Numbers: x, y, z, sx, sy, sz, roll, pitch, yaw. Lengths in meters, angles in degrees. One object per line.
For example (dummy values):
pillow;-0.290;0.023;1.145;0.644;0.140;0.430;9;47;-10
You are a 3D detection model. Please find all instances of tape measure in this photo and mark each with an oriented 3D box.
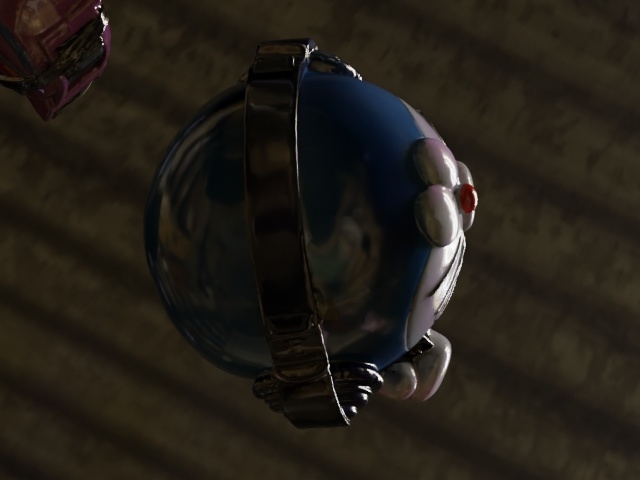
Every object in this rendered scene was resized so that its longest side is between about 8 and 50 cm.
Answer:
tape measure;-0.185;-0.142;1.078;0.118;0.074;0.125;47;-21;-5

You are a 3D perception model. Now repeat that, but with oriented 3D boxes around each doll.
doll;0.000;0.000;1.276;0.240;0.310;0.284;-6;-101;7
